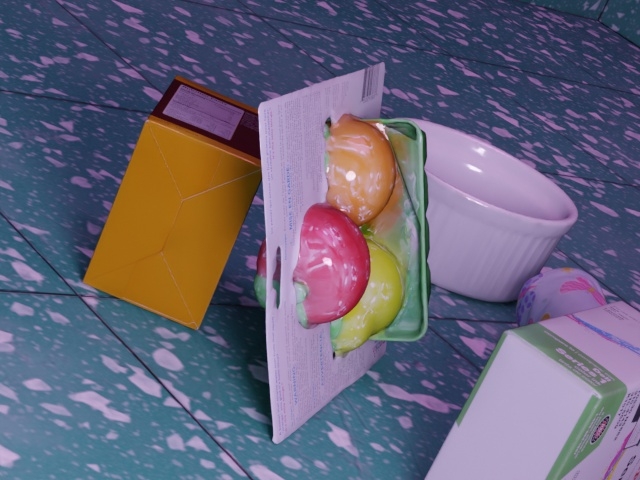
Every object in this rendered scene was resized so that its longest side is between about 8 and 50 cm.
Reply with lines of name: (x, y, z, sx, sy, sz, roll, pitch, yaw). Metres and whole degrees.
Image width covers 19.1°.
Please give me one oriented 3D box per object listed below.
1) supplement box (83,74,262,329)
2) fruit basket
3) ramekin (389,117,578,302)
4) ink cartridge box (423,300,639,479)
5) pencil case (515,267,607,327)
supplement box: (-0.139, -0.043, 1.983, 0.129, 0.191, 0.194, 23, 19, -2)
fruit basket: (0.000, 0.000, 1.908, 0.165, 0.327, 0.353, 3, 13, 25)
ramekin: (0.180, -0.035, 2.451, 0.277, 0.135, 0.277, 22, 19, -8)
ink cartridge box: (0.237, 0.182, 1.834, 0.117, 0.201, 0.278, 35, 21, 24)
pencil case: (0.313, 0.133, 2.200, 0.124, 0.113, 0.273, 27, 17, -21)
